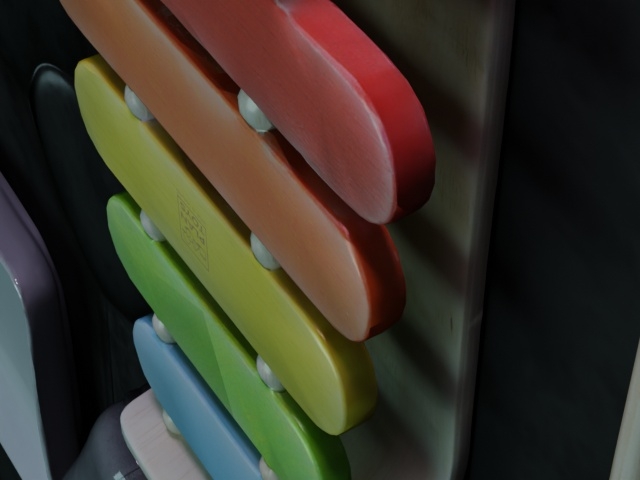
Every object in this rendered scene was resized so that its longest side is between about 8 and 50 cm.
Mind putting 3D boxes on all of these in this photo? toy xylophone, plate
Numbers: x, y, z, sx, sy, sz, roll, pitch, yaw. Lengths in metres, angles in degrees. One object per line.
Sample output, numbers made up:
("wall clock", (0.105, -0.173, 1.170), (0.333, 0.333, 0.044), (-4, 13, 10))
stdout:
("toy xylophone", (0.000, 0.000, 0.451), (0.236, 0.081, 0.323), (44, 150, 44))
("plate", (-0.225, 0.022, 1.060), (0.278, 0.045, 0.277), (52, 154, 33))

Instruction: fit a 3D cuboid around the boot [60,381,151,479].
("boot", (-0.164, 0.206, 0.859), (0.118, 0.222, 0.338), (59, 158, 21))
